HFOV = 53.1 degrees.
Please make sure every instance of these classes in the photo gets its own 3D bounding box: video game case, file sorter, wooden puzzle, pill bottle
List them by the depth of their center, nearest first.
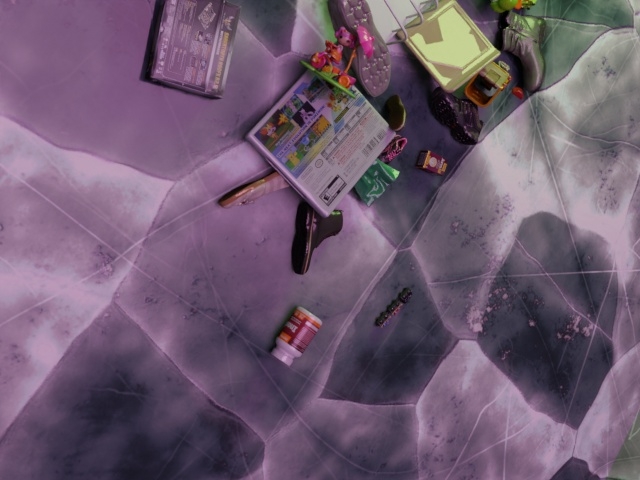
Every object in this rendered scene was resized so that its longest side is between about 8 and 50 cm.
[{"bbox_3d":[0.009,-0.278,1.698,0.300,0.036,0.329,45,70,-17],"label":"video game case"},{"bbox_3d":[0.226,-0.680,1.717,0.277,0.173,0.193,-47,116,-14],"label":"file sorter"},{"bbox_3d":[-0.069,0.266,1.769,0.086,0.086,0.152,39,79,-28],"label":"pill bottle"},{"bbox_3d":[0.365,-0.561,1.840,0.221,0.044,0.238,-39,85,-17],"label":"wooden puzzle"}]

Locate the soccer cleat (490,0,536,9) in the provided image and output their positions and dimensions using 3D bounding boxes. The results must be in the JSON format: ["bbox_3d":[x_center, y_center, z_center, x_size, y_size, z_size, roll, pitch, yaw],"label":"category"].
[{"bbox_3d":[0.588,-0.758,1.974,0.179,0.060,0.072,-2,77,-26],"label":"soccer cleat"}]

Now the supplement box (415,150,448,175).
[{"bbox_3d":[0.334,-0.232,1.928,0.083,0.043,0.055,18,89,-31],"label":"supplement box"}]

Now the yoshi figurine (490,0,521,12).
[{"bbox_3d":[0.555,-0.846,1.851,0.203,0.203,0.362,20,80,10],"label":"yoshi figurine"}]

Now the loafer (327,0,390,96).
[{"bbox_3d":[0.104,-0.533,1.715,0.112,0.111,0.319,-34,131,-12],"label":"loafer"}]

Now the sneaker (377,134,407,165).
[{"bbox_3d":[0.207,-0.256,1.847,0.047,0.057,0.119,41,80,-30],"label":"sneaker"}]

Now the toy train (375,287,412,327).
[{"bbox_3d":[0.225,0.208,1.957,0.158,0.027,0.036,-45,127,-15],"label":"toy train"}]

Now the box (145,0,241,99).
[{"bbox_3d":[-0.302,-0.473,1.529,0.183,0.056,0.231,10,93,-30],"label":"box"}]

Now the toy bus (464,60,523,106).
[{"bbox_3d":[0.503,-0.473,1.939,0.202,0.191,0.104,12,132,-32],"label":"toy bus"}]

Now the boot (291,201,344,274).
[{"bbox_3d":[0.000,0.000,1.772,0.137,0.077,0.198,5,97,-35],"label":"boot"}]

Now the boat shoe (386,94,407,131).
[{"bbox_3d":[0.222,-0.352,1.800,0.049,0.056,0.152,42,34,-35],"label":"boat shoe"}]

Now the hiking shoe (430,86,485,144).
[{"bbox_3d":[0.416,-0.395,1.934,0.227,0.086,0.114,45,63,-33],"label":"hiking shoe"}]

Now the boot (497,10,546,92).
[{"bbox_3d":[0.620,-0.592,2.011,0.161,0.083,0.246,0,91,-24],"label":"boot"}]

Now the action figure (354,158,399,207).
[{"bbox_3d":[0.099,-0.220,1.790,0.232,0.063,0.137,44,79,-21],"label":"action figure"}]

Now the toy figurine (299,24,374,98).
[{"bbox_3d":[0.058,-0.472,1.619,0.173,0.130,0.159,34,101,3],"label":"toy figurine"}]

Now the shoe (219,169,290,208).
[{"bbox_3d":[-0.159,-0.129,1.656,0.219,0.076,0.058,-30,105,-24],"label":"shoe"}]
